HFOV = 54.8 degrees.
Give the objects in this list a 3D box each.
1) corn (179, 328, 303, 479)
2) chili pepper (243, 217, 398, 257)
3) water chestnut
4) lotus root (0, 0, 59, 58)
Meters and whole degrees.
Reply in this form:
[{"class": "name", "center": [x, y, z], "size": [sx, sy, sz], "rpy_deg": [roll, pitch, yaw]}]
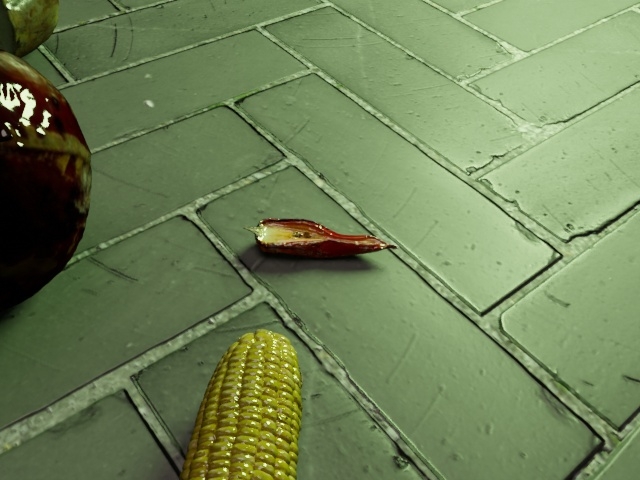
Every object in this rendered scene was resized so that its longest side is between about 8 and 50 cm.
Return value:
[{"class": "corn", "center": [-0.066, 0.192, 0.478], "size": [0.101, 0.101, 0.292], "rpy_deg": [7, 42, 3]}, {"class": "chili pepper", "center": [0.000, 0.000, 0.710], "size": [0.178, 0.027, 0.045], "rpy_deg": [3, 50, -1]}, {"class": "water chestnut", "center": [-0.388, -0.082, 0.557], "size": [0.334, 0.335, 0.347], "rpy_deg": [-16, 85, -19]}, {"class": "lotus root", "center": [-0.509, -0.350, 0.934], "size": [0.234, 0.138, 0.119], "rpy_deg": [22, 43, 16]}]
